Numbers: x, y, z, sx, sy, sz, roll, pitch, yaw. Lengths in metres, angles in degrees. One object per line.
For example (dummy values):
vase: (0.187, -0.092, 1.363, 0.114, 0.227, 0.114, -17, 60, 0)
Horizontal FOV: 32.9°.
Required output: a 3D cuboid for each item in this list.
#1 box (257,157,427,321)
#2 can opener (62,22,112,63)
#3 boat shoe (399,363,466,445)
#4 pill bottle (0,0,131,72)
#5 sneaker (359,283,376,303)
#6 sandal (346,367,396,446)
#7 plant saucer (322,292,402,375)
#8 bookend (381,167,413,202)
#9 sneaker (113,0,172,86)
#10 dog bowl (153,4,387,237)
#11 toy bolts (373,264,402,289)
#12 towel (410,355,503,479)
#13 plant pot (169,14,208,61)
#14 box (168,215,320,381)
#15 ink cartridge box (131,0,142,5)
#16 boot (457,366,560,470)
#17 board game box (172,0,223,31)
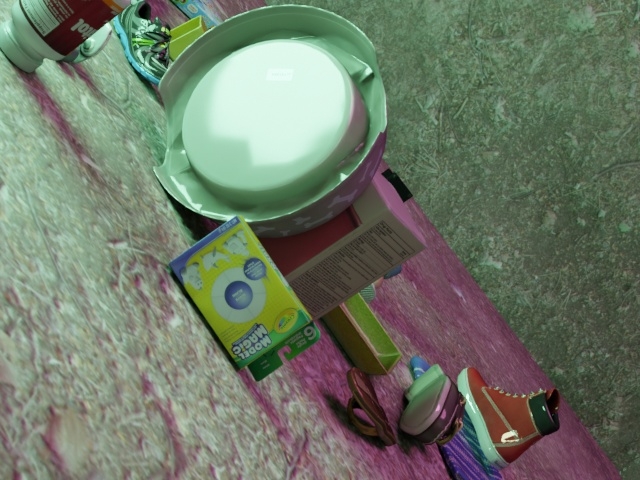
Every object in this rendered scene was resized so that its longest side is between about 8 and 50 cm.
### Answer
box: (0.011, -0.001, 1.582, 0.148, 0.232, 0.127, 40, 19, -54)
can opener: (-0.371, -0.359, 1.476, 0.280, 0.074, 0.093, 59, 13, 22)
boat shoe: (0.199, 0.287, 1.823, 0.091, 0.109, 0.305, 49, 8, 0)
pill bottle: (-0.306, -0.269, 1.280, 0.086, 0.152, 0.086, 52, 12, -15)
sneaker: (0.059, 0.057, 2.067, 0.134, 0.051, 0.070, 47, 18, -12)
sandal: (0.066, 0.251, 1.565, 0.180, 0.049, 0.072, 64, 6, -50)
plant saucer: (0.056, 0.144, 1.820, 0.188, 0.045, 0.188, 55, 11, 4)
bookend: (0.131, -0.108, 2.572, 0.072, 0.156, 0.157, 51, 11, -14)
sneaker: (-0.271, -0.314, 1.739, 0.188, 0.078, 0.067, 61, 13, 27)
dog bowl: (-0.065, -0.160, 1.517, 0.349, 0.348, 0.102, 61, 0, 30)
toy bolts: (0.065, -0.002, 2.187, 0.228, 0.158, 0.218, 44, -28, -4)
towel: (0.276, 0.382, 2.041, 0.243, 0.040, 0.336, 47, 14, -30)
plant pot: (-0.236, -0.354, 2.004, 0.083, 0.081, 0.081, 60, 8, -25)
box: (-0.089, 0.072, 1.293, 0.179, 0.105, 0.043, 55, 5, 2)
ink cartridge box: (-0.407, -0.604, 2.062, 0.303, 0.072, 0.307, 51, 14, -17)
boot: (0.373, 0.308, 2.111, 0.088, 0.176, 0.244, 41, 18, -35)
board game box: (-0.291, -0.542, 2.419, 0.211, 0.039, 0.160, 39, 19, -55)
